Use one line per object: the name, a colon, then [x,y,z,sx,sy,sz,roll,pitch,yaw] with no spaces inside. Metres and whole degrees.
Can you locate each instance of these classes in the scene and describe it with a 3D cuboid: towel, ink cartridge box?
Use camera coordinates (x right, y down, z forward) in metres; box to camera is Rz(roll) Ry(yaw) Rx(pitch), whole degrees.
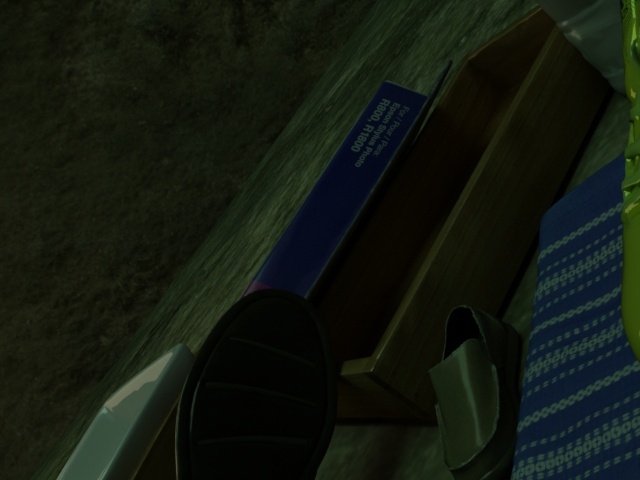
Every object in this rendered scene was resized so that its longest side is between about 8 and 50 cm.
towel: [0.183,0.031,0.434,0.243,0.040,0.336,-43,16,41]
ink cartridge box: [0.000,0.000,0.891,0.324,0.071,0.330,-58,-6,-23]

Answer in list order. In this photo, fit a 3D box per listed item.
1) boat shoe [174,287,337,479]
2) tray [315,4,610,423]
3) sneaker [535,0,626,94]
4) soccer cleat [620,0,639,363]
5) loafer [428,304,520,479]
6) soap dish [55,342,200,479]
boat shoe: [-0.059,0.183,0.599,0.104,0.110,0.307,113,168,-56]
tray: [0.121,-0.034,0.753,0.411,0.076,0.203,-57,13,-22]
sneaker: [0.272,-0.264,0.617,0.292,0.169,0.108,-46,12,22]
soccer cleat: [0.169,-0.066,0.389,0.093,0.121,0.289,-36,24,56]
loafer: [0.094,0.096,0.546,0.056,0.050,0.148,-46,14,29]
soap dish: [-0.221,0.269,1.053,0.291,0.118,0.229,-39,18,48]
